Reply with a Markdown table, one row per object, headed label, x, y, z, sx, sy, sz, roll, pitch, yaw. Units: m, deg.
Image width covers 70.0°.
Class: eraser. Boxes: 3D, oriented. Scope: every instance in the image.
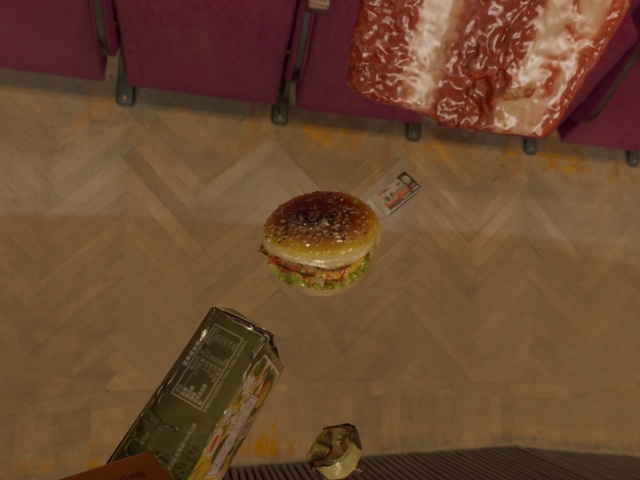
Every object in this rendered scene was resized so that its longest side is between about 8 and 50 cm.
| label | x | y | z | sx | sy | sz | roll | pitch | yaw |
| --- | --- | --- | --- | --- | --- | --- | --- | --- | --- |
| eraser | 0.148 | -0.090 | 0.920 | 0.052 | 0.029 | 0.122 | 45 | 59 | 13 |

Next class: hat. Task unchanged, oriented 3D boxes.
| label | x | y | z | sx | sy | sz | roll | pitch | yaw |
| --- | --- | --- | --- | --- | --- | --- | --- | --- | --- |
| hat | 0.026 | 0.315 | 0.670 | 0.059 | 0.077 | 0.076 | 59 | 34 | -14 |

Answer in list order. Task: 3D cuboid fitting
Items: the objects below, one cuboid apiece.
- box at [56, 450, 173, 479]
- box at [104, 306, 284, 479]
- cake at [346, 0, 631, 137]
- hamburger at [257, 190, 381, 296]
| label | x | y | z | sx | sy | sz | roll | pitch | yaw |
| --- | --- | --- | --- | --- | --- | --- | --- | --- | --- |
| box | -0.325 | 0.368 | 0.362 | 0.416 | 0.116 | 0.264 | 1 | 105 | -46 |
| box | -0.236 | 0.376 | 0.917 | 0.138 | 0.373 | 0.420 | 27 | 68 | 11 |
| cake | 0.221 | -0.312 | 0.652 | 0.320 | 0.269 | 0.269 | 18 | 30 | 6 |
| hamburger | 0.000 | 0.000 | 0.482 | 0.127 | 0.081 | 0.141 | 17 | 49 | 26 |
